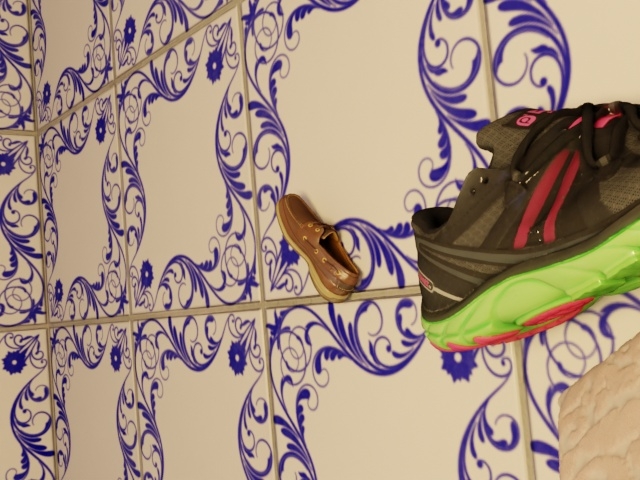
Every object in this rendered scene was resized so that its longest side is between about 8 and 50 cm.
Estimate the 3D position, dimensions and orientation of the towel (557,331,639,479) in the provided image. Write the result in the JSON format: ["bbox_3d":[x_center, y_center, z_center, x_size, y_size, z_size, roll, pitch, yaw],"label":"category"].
[{"bbox_3d":[0.296,0.155,0.611,0.332,0.053,0.317,-51,12,39],"label":"towel"}]

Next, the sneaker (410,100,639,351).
[{"bbox_3d":[0.233,-0.050,0.722,0.483,0.185,0.202,-35,68,46],"label":"sneaker"}]

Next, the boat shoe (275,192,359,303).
[{"bbox_3d":[0.000,0.000,1.128,0.060,0.064,0.178,-49,60,35],"label":"boat shoe"}]
